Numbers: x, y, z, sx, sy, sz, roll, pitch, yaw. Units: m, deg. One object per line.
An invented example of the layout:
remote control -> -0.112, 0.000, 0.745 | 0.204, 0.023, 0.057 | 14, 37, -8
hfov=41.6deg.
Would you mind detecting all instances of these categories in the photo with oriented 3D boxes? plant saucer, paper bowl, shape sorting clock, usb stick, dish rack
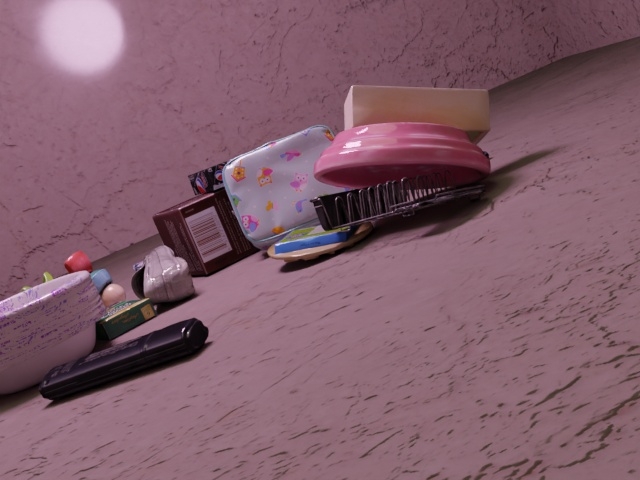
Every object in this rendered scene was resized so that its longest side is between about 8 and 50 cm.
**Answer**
plant saucer -> 0.152, -0.157, 1.590 | 0.332, 0.084, 0.332 | -1, -5, 0
paper bowl -> -0.528, 0.175, 1.536 | 0.284, 0.148, 0.284 | -22, 8, 3
shape sorting clock -> 0.000, 0.000, 1.598 | 0.206, 0.040, 0.206 | -13, 10, 2
usb stick -> -0.297, 0.180, 1.262 | 0.278, 0.045, 0.077 | -20, 16, 17
dish rack -> 0.140, -0.074, 1.470 | 0.208, 0.074, 0.271 | -15, 2, -41

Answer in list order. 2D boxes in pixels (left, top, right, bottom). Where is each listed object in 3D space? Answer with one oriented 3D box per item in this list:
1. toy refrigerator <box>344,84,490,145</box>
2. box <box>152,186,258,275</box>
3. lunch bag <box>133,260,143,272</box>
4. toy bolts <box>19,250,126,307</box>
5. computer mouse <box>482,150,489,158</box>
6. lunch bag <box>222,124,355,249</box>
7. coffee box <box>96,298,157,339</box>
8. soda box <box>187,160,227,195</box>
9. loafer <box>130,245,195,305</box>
toy refrigerator -> 0.187, -0.238, 1.649 | 0.269, 0.094, 0.102 | 1, -12, -7
box -> -0.267, -0.023, 1.999 | 0.167, 0.168, 0.203 | -27, 10, -27
lunch bag -> -0.421, 0.085, 2.065 | 0.083, 0.071, 0.053 | -11, 18, 45
toy bolts -> -0.568, 0.159, 1.957 | 0.228, 0.158, 0.218 | -49, -15, -49
computer mouse -> 0.282, -0.168, 1.947 | 0.242, 0.041, 0.071 | -6, 17, 43
lunch bag -> -0.066, -0.108, 1.853 | 0.279, 0.224, 0.108 | -23, -8, 1
coffee box -> -0.418, 0.159, 1.701 | 0.113, 0.040, 0.184 | -28, 11, -32
soda box -> -0.259, -0.145, 1.977 | 0.060, 0.053, 0.169 | -24, 7, -21
loafer -> -0.356, 0.077, 1.816 | 0.111, 0.112, 0.319 | -17, 7, -18
